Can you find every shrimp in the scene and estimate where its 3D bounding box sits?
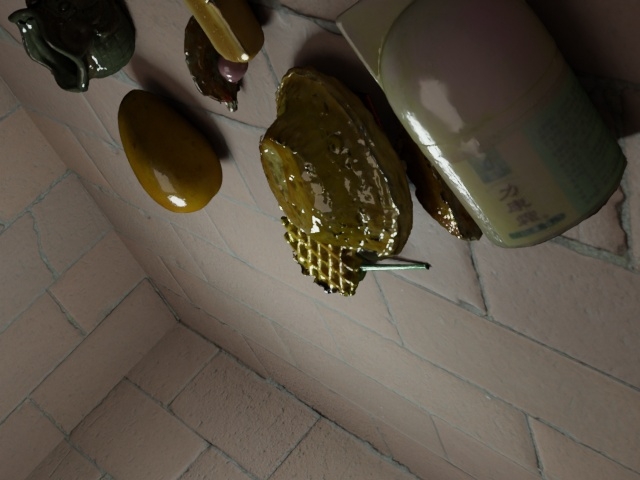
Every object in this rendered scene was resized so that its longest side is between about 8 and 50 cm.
[{"bbox_3d":[-0.239,-0.373,1.863,0.062,0.154,0.294,-1,153,20],"label":"shrimp"}]

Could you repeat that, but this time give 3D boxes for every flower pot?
[{"bbox_3d":[-0.622,-0.536,2.114,0.301,0.213,0.302,37,159,16],"label":"flower pot"}]

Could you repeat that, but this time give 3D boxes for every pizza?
[{"bbox_3d":[0.213,-0.138,1.574,0.297,0.071,0.189,60,171,-28],"label":"pizza"}]

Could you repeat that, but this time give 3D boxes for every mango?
[{"bbox_3d":[-0.430,-0.248,2.334,0.378,0.221,0.264,55,163,-2],"label":"mango"}]

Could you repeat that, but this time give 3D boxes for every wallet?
[{"bbox_3d":[0.109,-0.199,1.629,0.197,0.020,0.103,66,165,-20],"label":"wallet"}]

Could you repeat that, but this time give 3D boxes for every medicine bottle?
[{"bbox_3d":[0.226,-0.210,1.173,0.406,0.236,0.235,50,158,-20],"label":"medicine bottle"}]

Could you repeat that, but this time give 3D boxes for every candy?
[{"bbox_3d":[0.150,0.067,2.103,0.335,0.092,0.093,0,97,51],"label":"candy"}]

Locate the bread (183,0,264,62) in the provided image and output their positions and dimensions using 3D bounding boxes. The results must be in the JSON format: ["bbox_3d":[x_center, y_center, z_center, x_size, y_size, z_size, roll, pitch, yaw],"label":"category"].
[{"bbox_3d":[-0.218,-0.491,1.638,0.305,0.091,0.142,55,163,-28],"label":"bread"}]

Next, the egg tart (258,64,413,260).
[{"bbox_3d":[0.008,-0.134,1.684,0.443,0.178,0.443,51,161,26],"label":"egg tart"}]

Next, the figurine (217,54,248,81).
[{"bbox_3d":[-0.190,-0.386,1.815,0.066,0.071,0.083,12,150,23],"label":"figurine"}]

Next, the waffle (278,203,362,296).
[{"bbox_3d":[-0.003,0.001,2.130,0.311,0.060,0.307,-3,107,60],"label":"waffle"}]
